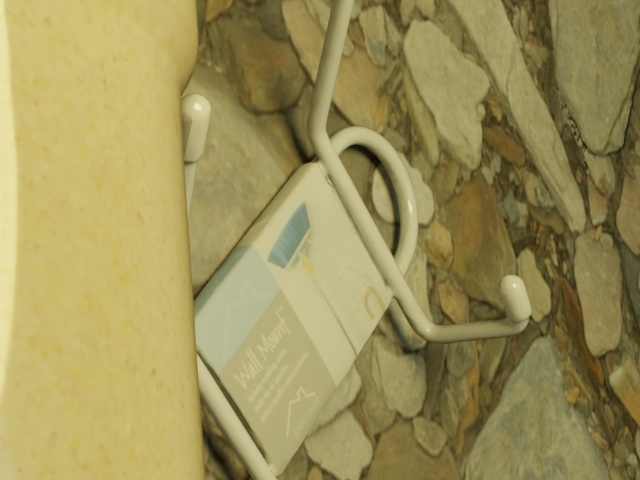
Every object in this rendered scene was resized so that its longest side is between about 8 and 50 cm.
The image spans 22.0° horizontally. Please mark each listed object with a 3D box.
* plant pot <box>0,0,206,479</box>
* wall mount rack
[{"bbox_3d":[-0.163,0.051,0.525,0.334,0.333,0.306,5,67,-52],"label":"plant pot"},{"bbox_3d":[0.000,0.000,0.967,0.304,0.130,0.350,61,40,-24],"label":"wall mount rack"}]
